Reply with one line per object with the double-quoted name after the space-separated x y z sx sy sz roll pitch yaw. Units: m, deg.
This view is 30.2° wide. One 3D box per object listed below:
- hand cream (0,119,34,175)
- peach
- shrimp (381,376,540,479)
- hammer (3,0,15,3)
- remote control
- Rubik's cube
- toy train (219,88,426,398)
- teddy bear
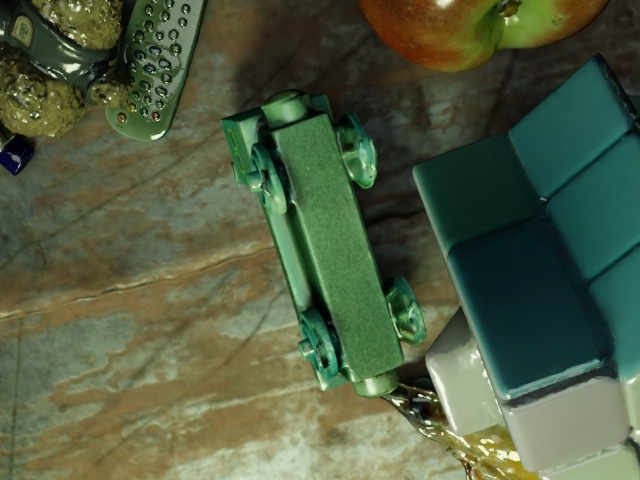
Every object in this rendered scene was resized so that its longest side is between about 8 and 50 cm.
-0.366 -0.131 1.220 0.163 0.039 0.062 41 127 -1 "hand cream"
0.141 -0.279 1.050 0.252 0.252 0.253 1 99 6 "peach"
0.192 0.239 1.209 0.316 0.062 0.164 27 120 11 "shrimp"
-0.162 -0.376 1.158 0.440 0.044 0.168 -41 92 11 "hammer"
-0.155 -0.208 1.184 0.072 0.042 0.222 20 102 2 "remote control"
0.270 0.066 1.030 0.358 0.387 0.368 -20 141 7 "Rubik's cube"
0.000 0.000 1.133 0.120 0.194 0.298 -19 101 -12 "toy train"
-0.249 -0.201 1.140 0.182 0.129 0.251 41 137 6 "teddy bear"
